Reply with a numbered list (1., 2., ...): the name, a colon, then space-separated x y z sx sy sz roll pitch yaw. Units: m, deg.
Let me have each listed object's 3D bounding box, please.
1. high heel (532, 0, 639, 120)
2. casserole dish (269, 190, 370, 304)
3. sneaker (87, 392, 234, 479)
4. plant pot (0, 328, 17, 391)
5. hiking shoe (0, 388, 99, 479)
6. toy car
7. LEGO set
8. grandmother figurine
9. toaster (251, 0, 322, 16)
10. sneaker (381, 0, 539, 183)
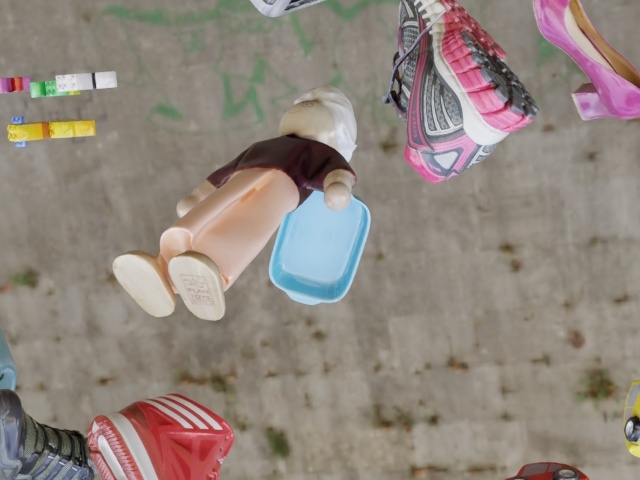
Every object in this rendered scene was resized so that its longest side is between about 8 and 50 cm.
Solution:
1. high heel: 0.365 -0.267 1.481 0.117 0.244 0.082 -5 -155 44
2. casserole dish: 0.000 0.000 1.496 0.114 0.188 0.037 17 -151 -1
3. sneaker: -0.107 0.236 1.018 0.128 0.221 0.087 -22 173 -41
4. plant pot: -0.538 0.186 1.541 0.195 0.290 0.290 25 -161 12
5. hiking shoe: -0.296 0.228 1.224 0.114 0.226 0.086 -20 -132 -14
6. toy car: 0.297 0.236 1.032 0.239 0.225 0.053 -41 -163 11
7. LEGO set: -0.350 -0.156 1.359 0.227 0.087 0.093 4 -168 43
8. grandmother figurine: -0.055 -0.055 1.156 0.208 0.104 0.342 9 -141 26
9. toaster: -0.020 -0.424 1.618 0.186 0.110 0.168 -28 171 -40
10. sneaker: 0.109 -0.164 1.074 0.112 0.121 0.299 -43 -158 20
